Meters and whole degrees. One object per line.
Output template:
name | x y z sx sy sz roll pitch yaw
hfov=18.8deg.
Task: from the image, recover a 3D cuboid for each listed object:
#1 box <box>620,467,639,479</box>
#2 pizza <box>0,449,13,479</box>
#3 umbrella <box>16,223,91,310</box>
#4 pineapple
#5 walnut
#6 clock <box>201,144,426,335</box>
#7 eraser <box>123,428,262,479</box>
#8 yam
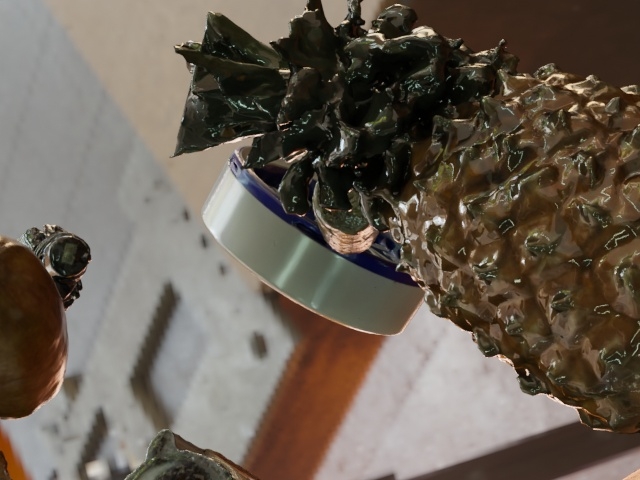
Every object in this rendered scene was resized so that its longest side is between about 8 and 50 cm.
box | 0.312 0.264 1.445 0.048 0.273 0.265 12 121 49
pizza | -0.313 0.187 1.594 0.182 0.161 0.062 -41 23 33
umbrella | -0.245 0.021 1.776 0.080 0.071 0.224 44 164 -6
pineapple | 0.061 -0.042 0.932 0.340 0.169 0.169 32 127 25
walnut | -0.237 0.066 1.395 0.116 0.116 0.207 57 164 27
clock | 0.000 0.000 1.842 0.230 0.230 0.083 41 105 41
eraser | 0.001 0.225 1.086 0.087 0.290 0.171 -39 54 8
yam | 0.021 -0.022 1.469 0.132 0.054 0.054 80 171 -81
